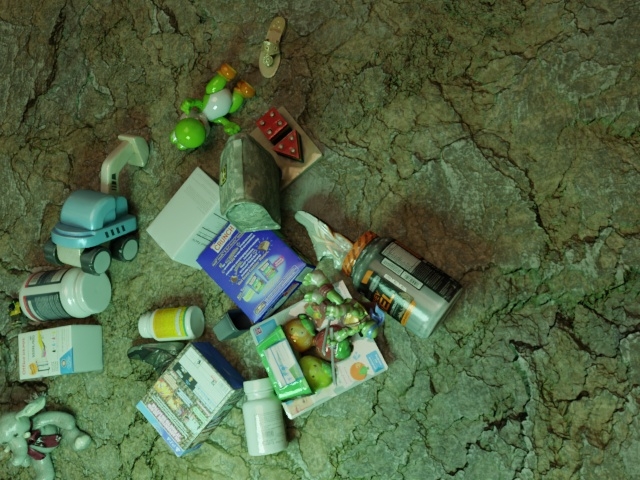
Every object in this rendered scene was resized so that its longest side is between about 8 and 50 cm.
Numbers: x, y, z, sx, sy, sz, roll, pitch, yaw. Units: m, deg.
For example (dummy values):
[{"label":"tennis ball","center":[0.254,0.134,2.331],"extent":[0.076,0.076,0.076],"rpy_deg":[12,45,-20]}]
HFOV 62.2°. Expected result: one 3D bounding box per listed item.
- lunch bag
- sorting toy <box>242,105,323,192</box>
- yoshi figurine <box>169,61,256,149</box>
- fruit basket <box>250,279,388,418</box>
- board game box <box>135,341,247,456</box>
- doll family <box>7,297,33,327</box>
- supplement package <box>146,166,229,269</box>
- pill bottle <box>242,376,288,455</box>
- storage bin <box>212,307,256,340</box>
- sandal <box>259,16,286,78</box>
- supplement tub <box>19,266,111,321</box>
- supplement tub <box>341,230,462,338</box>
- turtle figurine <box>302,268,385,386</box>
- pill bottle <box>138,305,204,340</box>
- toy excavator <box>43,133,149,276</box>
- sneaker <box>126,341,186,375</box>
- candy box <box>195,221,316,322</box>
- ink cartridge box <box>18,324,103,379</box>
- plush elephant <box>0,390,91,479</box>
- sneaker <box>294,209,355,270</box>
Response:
[{"label":"lunch bag","center":[-0.230,-0.176,1.676],"extent":[0.169,0.287,0.235],"rpy_deg":[-6,72,8]},{"label":"sorting toy","center":[-0.169,-0.321,1.898],"extent":[0.257,0.089,0.255],"rpy_deg":[-39,73,6]},{"label":"yoshi figurine","center":[-0.407,-0.463,1.942],"extent":[0.362,0.203,0.203],"rpy_deg":[-45,78,8]},{"label":"fruit basket","center":[-0.014,0.344,1.700],"extent":[0.353,0.165,0.327],"rpy_deg":[-28,74,6]},{"label":"board game box","center":[-0.426,0.526,1.794],"extent":[0.232,0.141,0.291],"rpy_deg":[42,93,18]},{"label":"doll family","center":[-1.170,0.265,2.095],"extent":[0.193,0.076,0.111],"rpy_deg":[-17,72,8]},{"label":"supplement package","center":[-0.428,-0.074,1.874],"extent":[0.177,0.175,0.293],"rpy_deg":[42,93,27]},{"label":"pill bottle","center":[-0.184,0.566,1.723],"extent":[0.131,0.131,0.229],"rpy_deg":[-13,77,13]},{"label":"storage bin","center":[-0.301,0.287,1.812],"extent":[0.091,0.135,0.098],"rpy_deg":[-38,72,17]},{"label":"sandal","center":[-0.190,-0.735,1.983],"extent":[0.088,0.079,0.240],"rpy_deg":[12,84,18]},{"label":"supplement tub","center":[-0.947,0.198,1.976],"extent":[0.272,0.191,0.191],"rpy_deg":[-7,78,15]},{"label":"supplement tub","center":[0.245,0.128,1.638],"extent":[0.338,0.207,0.207],"rpy_deg":[36,91,19]},{"label":"turtle figurine","center":[0.023,0.233,1.577],"extent":[0.274,0.198,0.266],"rpy_deg":[-48,54,3]},{"label":"pill bottle","center":[-0.529,0.295,1.878],"extent":[0.208,0.117,0.117],"rpy_deg":[-7,79,15]},{"label":"toy excavator","center":[-0.791,-0.147,1.958],"extent":[0.222,0.433,0.445],"rpy_deg":[14,112,18]},{"label":"sneaker","center":[-0.588,0.431,1.883],"extent":[0.227,0.087,0.130],"rpy_deg":[-4,68,10]},{"label":"candy box","center":[-0.224,0.080,1.826],"extent":[0.317,0.122,0.268],"rpy_deg":[44,94,17]},{"label":"ink cartridge box","center":[-0.953,0.409,1.952],"extent":[0.233,0.168,0.171],"rpy_deg":[-10,78,15]},{"label":"plush elephant","center":[-1.036,0.690,1.880],"extent":[0.272,0.255,0.330],"rpy_deg":[-37,73,7]},{"label":"sneaker","center":[0.000,0.000,1.792],"extent":[0.262,0.099,0.121],"rpy_deg":[37,96,20]}]
